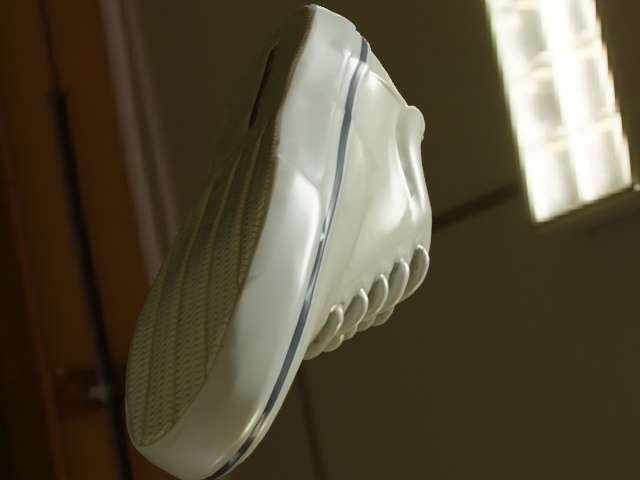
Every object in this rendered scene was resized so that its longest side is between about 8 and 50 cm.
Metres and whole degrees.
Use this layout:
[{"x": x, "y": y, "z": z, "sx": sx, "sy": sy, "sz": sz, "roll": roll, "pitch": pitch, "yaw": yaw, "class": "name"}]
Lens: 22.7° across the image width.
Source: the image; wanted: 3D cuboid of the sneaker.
[{"x": 0.000, "y": 0.000, "z": 0.617, "sx": 0.094, "sy": 0.091, "sz": 0.258, "roll": -43, "pitch": -161, "yaw": 37, "class": "sneaker"}]
